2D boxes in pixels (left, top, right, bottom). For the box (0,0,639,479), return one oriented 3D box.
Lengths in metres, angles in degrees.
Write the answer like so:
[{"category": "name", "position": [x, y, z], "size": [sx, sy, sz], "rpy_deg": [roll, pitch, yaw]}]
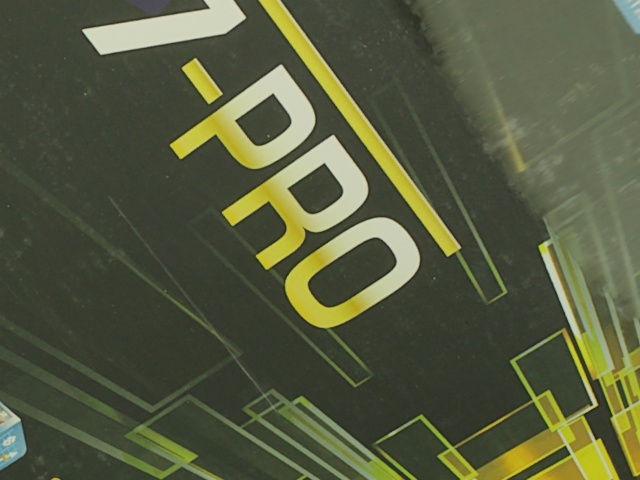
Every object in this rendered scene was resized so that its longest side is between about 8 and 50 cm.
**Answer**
[{"category": "box", "position": [0.000, 0.000, 0.426], "size": [0.318, 0.097, 0.395], "rpy_deg": [-33, 102, 14]}]
